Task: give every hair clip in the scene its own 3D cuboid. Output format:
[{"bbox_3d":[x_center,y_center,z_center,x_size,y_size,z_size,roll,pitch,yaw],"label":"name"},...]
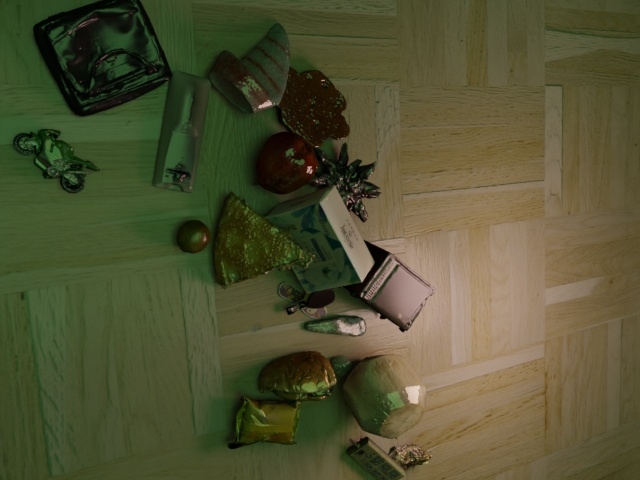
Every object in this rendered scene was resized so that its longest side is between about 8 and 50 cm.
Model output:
[{"bbox_3d":[0.056,0.274,1.857,0.229,0.036,0.065,5,87,-28],"label":"hair clip"}]

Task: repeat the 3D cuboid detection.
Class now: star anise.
[{"bbox_3d":[0.072,-0.171,1.772,0.212,0.129,0.282,-34,101,-8],"label":"star anise"}]

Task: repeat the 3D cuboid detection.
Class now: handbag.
[{"bbox_3d":[-0.527,-0.459,1.438,0.275,0.088,0.244,-30,113,-23],"label":"handbag"}]

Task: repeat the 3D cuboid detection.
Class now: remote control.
[{"bbox_3d":[-0.364,-0.288,1.557,0.110,0.055,0.312,9,92,-29],"label":"remote control"}]

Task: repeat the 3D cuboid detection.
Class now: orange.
[{"bbox_3d":[-0.345,-0.008,1.585,0.095,0.085,0.085,-46,114,-18],"label":"orange"}]

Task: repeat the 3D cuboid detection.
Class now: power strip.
[{"bbox_3d":[0.179,0.736,1.959,0.092,0.034,0.268,-37,115,14],"label":"power strip"}]

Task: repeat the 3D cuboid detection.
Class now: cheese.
[{"bbox_3d":[-0.032,0.185,1.791,0.163,0.036,0.086,-25,123,-21],"label":"cheese"}]

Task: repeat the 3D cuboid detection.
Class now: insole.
[{"bbox_3d":[-0.053,0.187,1.807,0.197,0.004,0.065,37,79,-27],"label":"insole"}]

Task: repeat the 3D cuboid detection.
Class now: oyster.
[{"bbox_3d":[0.306,0.759,2.040,0.166,0.053,0.108,-16,93,-18],"label":"oyster"}]

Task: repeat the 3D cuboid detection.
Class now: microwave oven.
[{"bbox_3d":[0.197,0.141,1.836,0.247,0.188,0.178,37,84,-30],"label":"microwave oven"}]

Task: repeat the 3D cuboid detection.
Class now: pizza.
[{"bbox_3d":[-0.160,0.030,1.640,0.288,0.075,0.279,15,97,1],"label":"pizza"}]

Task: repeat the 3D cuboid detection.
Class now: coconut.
[{"bbox_3d":[0.194,0.481,1.850,0.245,0.247,0.244,-17,132,-20],"label":"coconut"}]

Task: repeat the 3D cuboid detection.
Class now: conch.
[{"bbox_3d":[0.071,0.408,1.872,0.085,0.057,0.076,11,104,-28],"label":"conch"}]

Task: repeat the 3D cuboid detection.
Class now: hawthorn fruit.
[{"bbox_3d":[-0.097,-0.218,1.658,0.174,0.173,0.179,12,121,-29],"label":"hawthorn fruit"}]

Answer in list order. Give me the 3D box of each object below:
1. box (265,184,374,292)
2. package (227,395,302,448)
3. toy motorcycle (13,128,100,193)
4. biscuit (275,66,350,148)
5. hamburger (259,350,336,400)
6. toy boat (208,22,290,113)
[{"bbox_3d":[-0.001,0.002,1.688,0.274,0.203,0.116,62,37,-20],"label":"box"},{"bbox_3d":[-0.159,0.545,1.745,0.227,0.090,0.168,11,94,-26],"label":"package"},{"bbox_3d":[-0.641,-0.204,1.418,0.190,0.074,0.106,45,67,-25],"label":"toy motorcycle"},{"bbox_3d":[-0.030,-0.396,1.727,0.290,0.041,0.208,35,76,-24],"label":"biscuit"},{"bbox_3d":[-0.071,0.408,1.749,0.208,0.155,0.135,5,89,-21],"label":"hamburger"},{"bbox_3d":[-0.160,-0.490,1.625,0.206,0.096,0.282,39,63,-8],"label":"toy boat"}]
